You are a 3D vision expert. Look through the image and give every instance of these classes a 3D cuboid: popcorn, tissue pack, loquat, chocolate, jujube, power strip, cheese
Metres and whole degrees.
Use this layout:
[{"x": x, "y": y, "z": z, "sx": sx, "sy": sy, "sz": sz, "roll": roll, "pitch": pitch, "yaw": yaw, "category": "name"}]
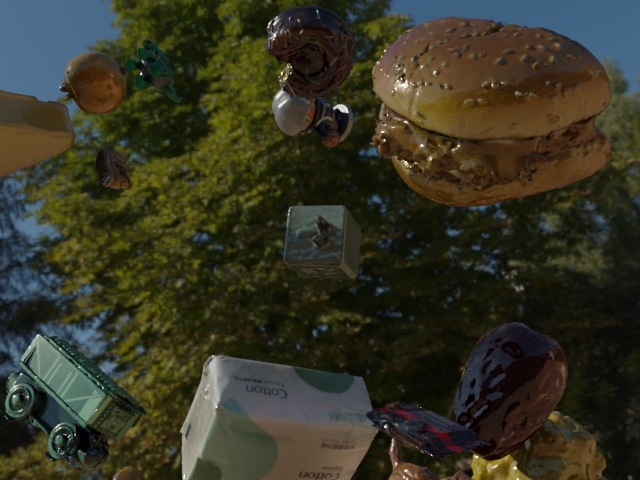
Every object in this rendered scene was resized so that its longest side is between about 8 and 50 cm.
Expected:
[{"x": 0.539, "y": 0.594, "z": 1.729, "sx": 0.349, "sy": 0.349, "sz": 0.381, "roll": -20, "pitch": 2, "yaw": 6, "category": "popcorn"}, {"x": -0.096, "y": 0.402, "z": 1.496, "sx": 0.356, "sy": 0.194, "sz": 0.266, "roll": 12, "pitch": -58, "yaw": -20, "category": "tissue pack"}, {"x": -0.549, "y": -0.381, "z": 1.735, "sx": 0.163, "sy": 0.163, "sz": 0.137, "roll": -13, "pitch": 24, "yaw": -16, "category": "loquat"}, {"x": 0.128, "y": 0.231, "z": 0.885, "sx": 0.086, "sy": 0.028, "sz": 0.182, "roll": -5, "pitch": 3, "yaw": -21, "category": "chocolate"}, {"x": 0.427, "y": 0.345, "z": 1.651, "sx": 0.318, "sy": 0.223, "sz": 0.223, "roll": -60, "pitch": -25, "yaw": 2, "category": "jujube"}, {"x": 0.000, "y": 0.000, "z": 1.595, "sx": 0.140, "sy": 0.139, "sz": 0.224, "roll": 2, "pitch": -15, "yaw": 16, "category": "power strip"}, {"x": -0.817, "y": -0.258, "z": 1.682, "sx": 0.383, "sy": 0.104, "sz": 0.384, "roll": -18, "pitch": -17, "yaw": -6, "category": "cheese"}]

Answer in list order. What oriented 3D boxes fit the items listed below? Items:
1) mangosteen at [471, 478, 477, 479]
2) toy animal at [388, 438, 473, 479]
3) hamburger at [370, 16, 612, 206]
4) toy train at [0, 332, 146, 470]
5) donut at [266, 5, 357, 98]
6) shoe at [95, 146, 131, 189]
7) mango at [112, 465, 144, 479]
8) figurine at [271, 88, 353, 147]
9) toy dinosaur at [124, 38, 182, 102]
[{"x": 0.321, "y": 0.649, "z": 1.543, "sx": 0.235, "sy": 0.235, "sz": 0.261, "roll": -23, "pitch": -50, "yaw": 14, "category": "mangosteen"}, {"x": 0.164, "y": 0.374, "z": 1.090, "sx": 0.104, "sy": 0.184, "sz": 0.185, "roll": -9, "pitch": -24, "yaw": -17, "category": "toy animal"}, {"x": 0.247, "y": -0.208, "z": 1.219, "sx": 0.287, "sy": 0.445, "sz": 0.268, "roll": -47, "pitch": -39, "yaw": -30, "category": "hamburger"}, {"x": -0.428, "y": 0.278, "z": 1.217, "sx": 0.154, "sy": 0.269, "sz": 0.115, "roll": -53, "pitch": -36, "yaw": -14, "category": "toy train"}, {"x": -0.021, "y": -0.435, "z": 1.694, "sx": 0.216, "sy": 0.096, "sz": 0.230, "roll": 3, "pitch": -46, "yaw": 2, "category": "donut"}, {"x": -0.467, "y": -0.157, "z": 1.611, "sx": 0.069, "sy": 0.109, "sz": 0.072, "roll": 20, "pitch": -69, "yaw": -44, "category": "shoe"}, {"x": -0.457, "y": 0.594, "z": 1.692, "sx": 0.080, "sy": 0.114, "sz": 0.060, "roll": 2, "pitch": -33, "yaw": -21, "category": "mango"}, {"x": -0.028, "y": -0.358, "z": 2.062, "sx": 0.236, "sy": 0.176, "sz": 0.133, "roll": 15, "pitch": -47, "yaw": -37, "category": "figurine"}, {"x": -0.289, "y": -0.302, "z": 1.274, "sx": 0.059, "sy": 0.132, "sz": 0.096, "roll": -32, "pitch": 3, "yaw": 24, "category": "toy dinosaur"}]
